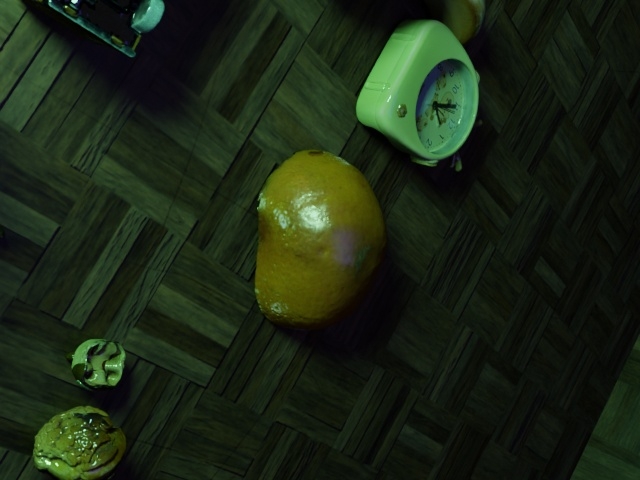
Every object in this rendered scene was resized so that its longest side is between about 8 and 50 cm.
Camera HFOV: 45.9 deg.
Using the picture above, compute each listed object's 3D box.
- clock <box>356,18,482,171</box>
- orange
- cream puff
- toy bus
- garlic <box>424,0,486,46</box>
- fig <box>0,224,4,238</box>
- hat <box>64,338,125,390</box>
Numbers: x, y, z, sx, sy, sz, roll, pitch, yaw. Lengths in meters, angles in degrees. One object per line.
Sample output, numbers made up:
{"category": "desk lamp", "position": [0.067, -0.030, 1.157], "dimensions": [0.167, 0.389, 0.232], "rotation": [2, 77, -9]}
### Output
{"category": "clock", "position": [0.216, -0.262, 1.483], "dimensions": [0.308, 0.096, 0.235], "rotation": [37, 77, -44]}
{"category": "orange", "position": [-0.001, -0.001, 1.375], "dimensions": [0.274, 0.274, 0.310], "rotation": [-1, 74, -43]}
{"category": "cream puff", "position": [-0.356, 0.302, 1.123], "dimensions": [0.133, 0.119, 0.104], "rotation": [18, 131, -17]}
{"category": "toy bus", "position": [-0.252, -0.390, 0.952], "dimensions": [0.139, 0.167, 0.275], "rotation": [28, 89, -45]}
{"category": "garlic", "position": [0.244, -0.470, 1.441], "dimensions": [0.207, 0.128, 0.115], "rotation": [41, 53, -37]}
{"category": "fig", "position": [-0.474, -0.025, 0.902], "dimensions": [0.245, 0.149, 0.149], "rotation": [2, 103, -57]}
{"category": "hat", "position": [-0.341, 0.186, 1.141], "dimensions": [0.077, 0.059, 0.076], "rotation": [21, 73, -50]}
